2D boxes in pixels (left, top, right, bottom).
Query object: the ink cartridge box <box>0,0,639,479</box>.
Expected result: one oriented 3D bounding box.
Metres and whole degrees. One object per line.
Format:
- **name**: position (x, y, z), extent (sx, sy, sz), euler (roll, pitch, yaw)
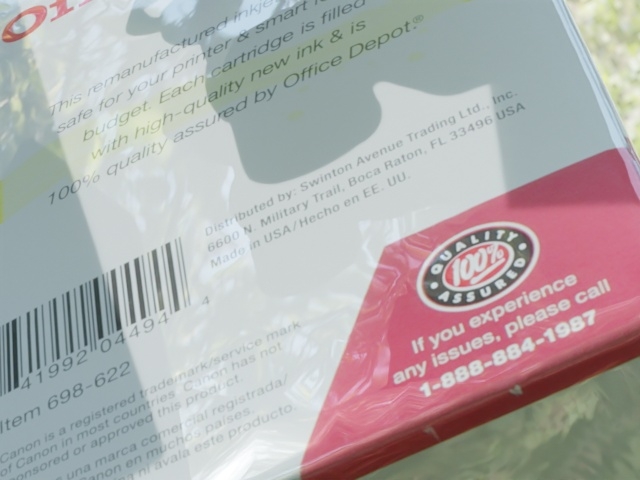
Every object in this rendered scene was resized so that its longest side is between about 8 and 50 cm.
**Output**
- **ink cartridge box**: position (0.000, 0.000, 0.788), extent (0.279, 0.384, 0.160), euler (-25, -49, 11)
